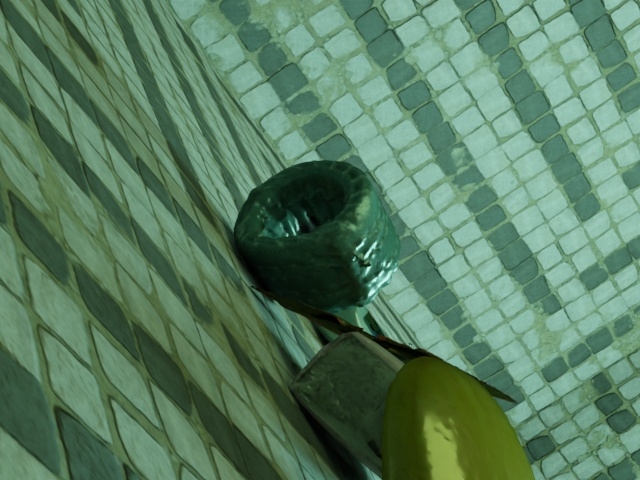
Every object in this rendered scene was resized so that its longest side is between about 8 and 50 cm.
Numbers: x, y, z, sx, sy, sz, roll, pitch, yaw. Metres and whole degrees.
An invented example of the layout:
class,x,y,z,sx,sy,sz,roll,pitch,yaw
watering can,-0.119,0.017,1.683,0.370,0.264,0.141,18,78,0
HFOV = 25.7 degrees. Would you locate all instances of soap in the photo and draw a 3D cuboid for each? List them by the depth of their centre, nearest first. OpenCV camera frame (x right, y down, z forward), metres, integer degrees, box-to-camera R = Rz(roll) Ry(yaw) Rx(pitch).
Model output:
class,x,y,z,sx,sy,sz,roll,pitch,yaw
soap,0.158,0.322,1.411,0.306,0.115,0.427,33,41,-44

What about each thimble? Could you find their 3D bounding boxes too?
class,x,y,z,sx,sy,sz,roll,pitch,yaw
thimble,0.000,0.000,1.922,0.235,0.198,0.143,32,-22,55

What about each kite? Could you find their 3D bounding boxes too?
class,x,y,z,sx,sy,sz,roll,pitch,yaw
kite,0.082,0.140,1.836,0.377,0.013,0.327,22,-7,6

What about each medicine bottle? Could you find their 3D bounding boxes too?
class,x,y,z,sx,sy,sz,roll,pitch,yaw
medicine bottle,0.060,0.160,2.186,0.229,0.083,0.121,57,7,-4

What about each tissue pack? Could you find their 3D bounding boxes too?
class,x,y,z,sx,sy,sz,roll,pitch,yaw
tissue pack,0.094,0.222,1.714,0.201,0.124,0.271,38,-1,19
